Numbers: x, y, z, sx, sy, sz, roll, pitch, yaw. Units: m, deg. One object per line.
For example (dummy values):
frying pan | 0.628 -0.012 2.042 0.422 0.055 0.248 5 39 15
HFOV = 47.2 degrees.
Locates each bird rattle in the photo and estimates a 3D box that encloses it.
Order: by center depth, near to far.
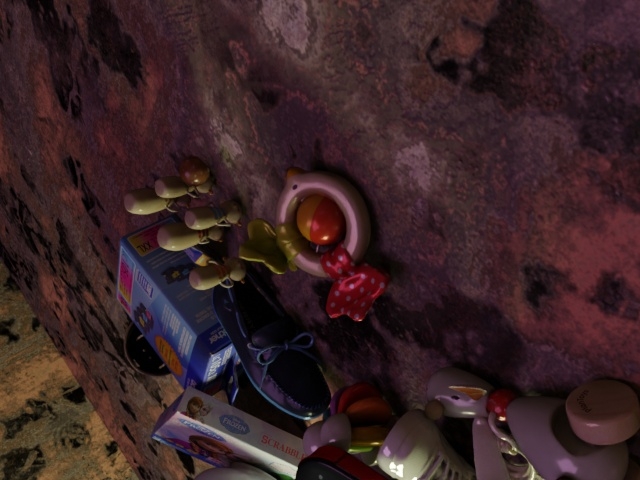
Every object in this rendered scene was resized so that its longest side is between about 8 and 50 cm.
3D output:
bird rattle | 0.000 0.000 1.120 0.253 0.143 0.207 28 120 35

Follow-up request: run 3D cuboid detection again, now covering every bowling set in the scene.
bowling set | -0.215 -0.063 1.372 0.287 0.154 0.200 48 124 21

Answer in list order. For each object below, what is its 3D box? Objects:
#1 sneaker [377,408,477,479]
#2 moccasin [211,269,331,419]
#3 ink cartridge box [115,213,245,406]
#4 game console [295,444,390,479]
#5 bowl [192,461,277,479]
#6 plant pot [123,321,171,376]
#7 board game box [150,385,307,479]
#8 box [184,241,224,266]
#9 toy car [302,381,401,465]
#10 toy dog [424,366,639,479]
sneaker | 0.196 0.348 1.079 0.169 0.108 0.292 31 172 32
moccasin | -0.104 0.190 1.398 0.342 0.137 0.117 45 141 20
ink cartridge box | -0.279 0.176 1.617 0.395 0.151 0.270 46 145 17
game console | 0.092 0.542 1.203 0.341 0.060 0.387 28 129 27
bowl | -0.169 0.590 1.639 0.297 0.134 0.298 21 148 14
plant pot | -0.434 0.278 1.905 0.167 0.167 0.165 58 155 3
board game box | -0.206 0.459 1.669 0.318 0.066 0.318 27 149 -9
box | -0.248 0.023 1.489 0.081 0.028 0.136 44 -177 23
toy car | 0.062 0.321 1.291 0.182 0.159 0.136 137 136 -56
toy dog | 0.253 0.264 0.943 0.333 0.161 0.220 -25 95 57
